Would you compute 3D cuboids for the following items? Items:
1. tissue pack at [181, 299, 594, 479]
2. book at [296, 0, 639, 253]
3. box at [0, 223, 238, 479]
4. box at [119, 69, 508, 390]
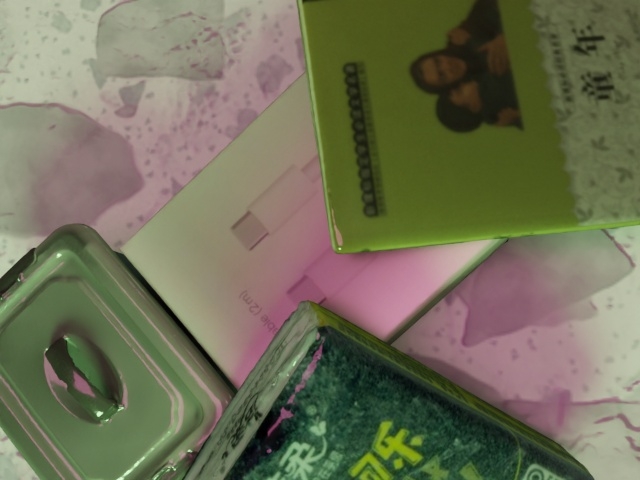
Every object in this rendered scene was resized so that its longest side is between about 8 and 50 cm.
[{"bbox_3d":[0.049,0.184,0.542,0.257,0.081,0.185,32,95,-17],"label":"tissue pack"},{"bbox_3d":[0.167,-0.119,0.567,0.352,0.035,0.239,-6,74,-8],"label":"book"},{"bbox_3d":[-0.177,0.112,0.629,0.162,0.130,0.227,-44,79,4],"label":"box"},{"bbox_3d":[0.000,0.000,0.620,0.252,0.106,0.203,-43,80,6],"label":"box"}]
